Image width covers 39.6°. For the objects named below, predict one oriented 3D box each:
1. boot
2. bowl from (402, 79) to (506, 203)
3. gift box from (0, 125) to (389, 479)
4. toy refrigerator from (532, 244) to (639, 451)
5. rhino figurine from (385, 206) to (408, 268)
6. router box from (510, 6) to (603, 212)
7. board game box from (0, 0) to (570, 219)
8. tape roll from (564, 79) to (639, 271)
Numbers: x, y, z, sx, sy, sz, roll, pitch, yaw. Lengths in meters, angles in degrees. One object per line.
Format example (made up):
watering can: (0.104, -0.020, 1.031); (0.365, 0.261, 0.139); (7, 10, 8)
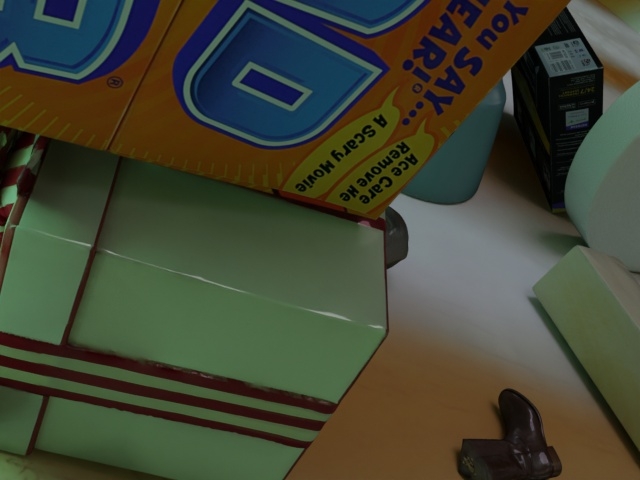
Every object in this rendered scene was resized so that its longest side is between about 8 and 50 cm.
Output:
boot: (0.170, 0.192, 0.864); (0.114, 0.037, 0.106); (1, 42, -34)
bowl: (0.137, -0.214, 1.249); (0.311, 0.163, 0.311); (24, 34, -17)
gift box: (-0.110, 0.020, 0.607); (0.258, 0.255, 0.276); (17, 38, -13)
toy refrigerator: (0.371, 0.139, 1.059); (0.102, 0.094, 0.269); (14, 37, -40)
rhino figurine: (0.000, 0.000, 0.927); (0.243, 0.073, 0.106); (-12, 50, -45)
router box: (0.367, -0.232, 1.407); (0.081, 0.243, 0.309); (-9, 38, 5)
board game box: (-0.055, -0.287, 0.465); (0.356, 0.356, 0.356); (13, 47, -28)
tape roll: (0.538, -0.111, 1.257); (0.392, 0.392, 0.072); (10, 39, -33)
